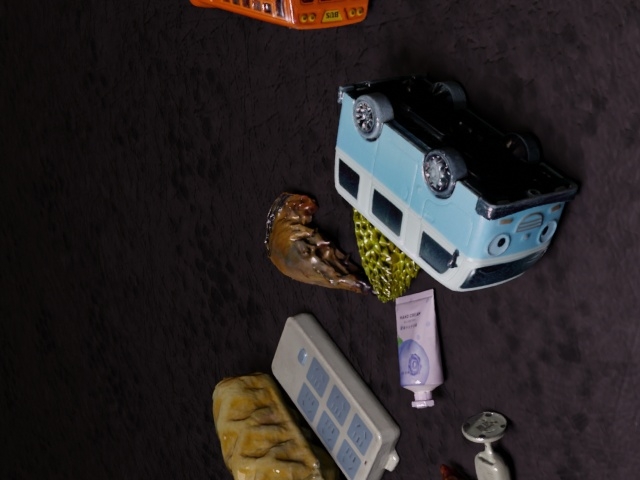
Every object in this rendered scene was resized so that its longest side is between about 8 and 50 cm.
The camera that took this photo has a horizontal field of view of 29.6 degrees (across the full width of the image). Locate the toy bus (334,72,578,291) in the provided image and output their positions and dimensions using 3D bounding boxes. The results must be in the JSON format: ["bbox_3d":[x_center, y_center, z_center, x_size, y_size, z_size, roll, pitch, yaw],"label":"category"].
[{"bbox_3d":[0.133,-0.057,1.315,0.271,0.133,0.165,44,135,41],"label":"toy bus"}]

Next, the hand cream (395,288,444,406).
[{"bbox_3d":[0.120,0.135,1.493,0.084,0.053,0.142,-19,76,58],"label":"hand cream"}]

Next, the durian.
[{"bbox_3d":[0.071,-0.025,1.481,0.100,0.086,0.215,-171,71,-71],"label":"durian"}]

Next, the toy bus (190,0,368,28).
[{"bbox_3d":[-0.078,-0.357,1.519,0.329,0.143,0.153,27,123,48],"label":"toy bus"}]

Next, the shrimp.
[{"bbox_3d":[-0.003,0.008,1.615,0.262,0.066,0.117,17,115,50],"label":"shrimp"}]

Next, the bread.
[{"bbox_3d":[-0.070,0.294,1.725,0.130,0.152,0.268,-50,40,14],"label":"bread"}]

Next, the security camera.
[{"bbox_3d":[0.201,0.254,1.418,0.058,0.058,0.092,23,133,52],"label":"security camera"}]

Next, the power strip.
[{"bbox_3d":[0.017,0.218,1.681,0.270,0.046,0.118,51,140,35],"label":"power strip"}]

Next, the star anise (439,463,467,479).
[{"bbox_3d":[0.205,0.376,1.443,0.212,0.053,0.157,26,122,49],"label":"star anise"}]
